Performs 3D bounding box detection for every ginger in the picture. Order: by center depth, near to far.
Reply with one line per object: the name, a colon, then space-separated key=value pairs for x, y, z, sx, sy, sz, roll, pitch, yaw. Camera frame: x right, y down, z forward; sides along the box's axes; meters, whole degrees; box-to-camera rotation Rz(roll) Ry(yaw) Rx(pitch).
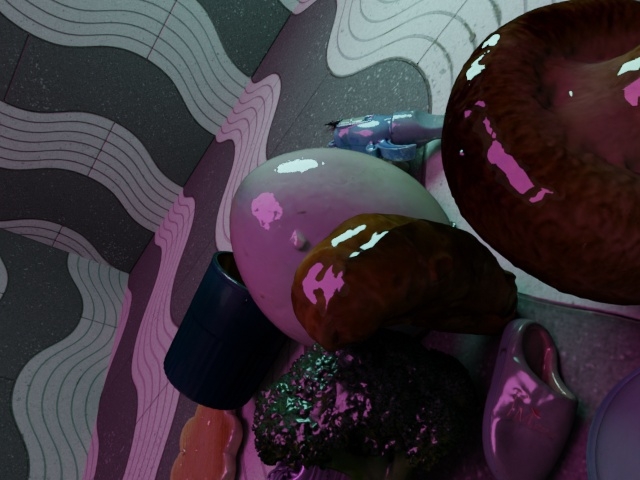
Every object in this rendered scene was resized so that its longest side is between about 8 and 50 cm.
ginger: x=0.112 y=0.041 z=0.566 sx=0.165 sy=0.321 sz=0.172 roll=-48 pitch=48 yaw=51

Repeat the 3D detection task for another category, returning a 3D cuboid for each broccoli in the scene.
broccoli: x=0.055 y=0.254 z=0.595 sx=0.298 sy=0.298 sz=0.297 roll=-24 pitch=68 yaw=50

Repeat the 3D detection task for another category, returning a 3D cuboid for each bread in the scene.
bread: x=-0.280 y=0.526 z=1.120 sx=0.316 sy=0.054 sz=0.316 roll=-38 pitch=39 yaw=39

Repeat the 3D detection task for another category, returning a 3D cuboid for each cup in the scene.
cup: x=-0.212 y=0.197 z=1.084 sx=0.292 sy=0.242 sz=0.308 roll=-62 pitch=31 yaw=9

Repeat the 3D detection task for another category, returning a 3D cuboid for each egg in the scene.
egg: x=0.000 y=0.000 z=0.791 sx=0.354 sy=0.340 sz=0.354 roll=-40 pitch=35 yaw=36

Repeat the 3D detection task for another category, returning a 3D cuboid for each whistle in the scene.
whistle: x=0.140 y=-0.211 z=0.917 sx=0.269 sy=0.093 sz=0.180 roll=0 pitch=34 yaw=25

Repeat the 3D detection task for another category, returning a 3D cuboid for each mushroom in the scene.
mushroom: x=0.295 y=-0.107 z=0.409 sx=0.356 sy=0.334 sz=0.330 roll=93 pitch=179 yaw=-82

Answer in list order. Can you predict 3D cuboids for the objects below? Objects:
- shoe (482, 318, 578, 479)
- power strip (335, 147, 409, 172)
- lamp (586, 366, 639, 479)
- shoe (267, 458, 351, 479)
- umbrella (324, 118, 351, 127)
shoe: x=0.240 y=0.177 z=0.509 sx=0.078 sy=0.079 sz=0.195 roll=-41 pitch=28 yaw=60
power strip: x=0.095 y=-0.160 z=1.057 sx=0.098 sy=0.058 sz=0.338 roll=-61 pitch=28 yaw=2
lamp: x=0.297 y=0.200 z=0.326 sx=0.284 sy=0.147 sz=0.209 roll=-63 pitch=33 yaw=4
shoe: x=-0.027 y=0.405 z=0.710 sx=0.095 sy=0.138 sz=0.244 roll=-9 pitch=60 yaw=62
umbrella: x=0.050 y=-0.341 z=1.319 sx=0.149 sy=0.022 sz=0.022 roll=11 pitch=103 yaw=61
